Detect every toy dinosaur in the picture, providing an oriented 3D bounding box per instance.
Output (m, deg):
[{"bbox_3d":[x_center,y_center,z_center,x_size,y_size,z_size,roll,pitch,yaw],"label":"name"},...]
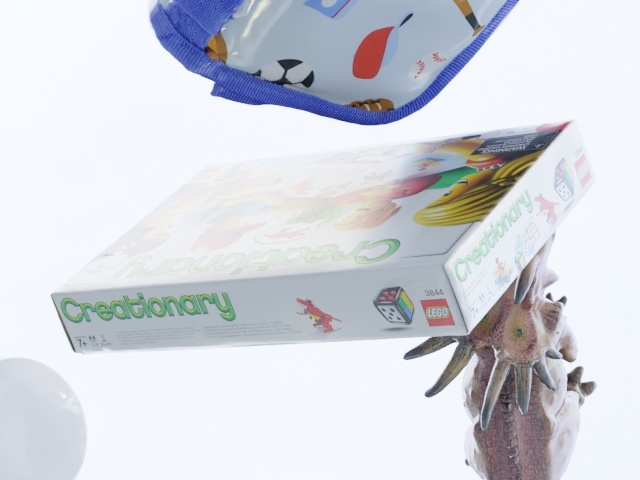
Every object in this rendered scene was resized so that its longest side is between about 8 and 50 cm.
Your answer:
[{"bbox_3d":[0.138,0.114,1.308,0.127,0.295,0.200,-17,-167,5],"label":"toy dinosaur"}]

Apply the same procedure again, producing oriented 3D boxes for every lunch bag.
[{"bbox_3d":[0.066,-0.261,1.180,0.239,0.385,0.328,41,-66,3],"label":"lunch bag"}]

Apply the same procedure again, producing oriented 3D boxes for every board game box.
[{"bbox_3d":[0.000,0.000,1.172,0.305,0.053,0.193,-6,-155,35],"label":"board game box"}]

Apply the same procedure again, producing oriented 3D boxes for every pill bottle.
[{"bbox_3d":[-0.300,0.165,1.416,0.272,0.152,0.152,-19,-129,48],"label":"pill bottle"}]
